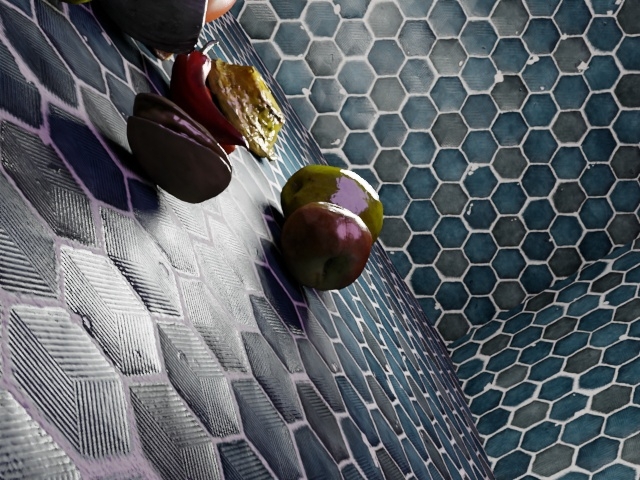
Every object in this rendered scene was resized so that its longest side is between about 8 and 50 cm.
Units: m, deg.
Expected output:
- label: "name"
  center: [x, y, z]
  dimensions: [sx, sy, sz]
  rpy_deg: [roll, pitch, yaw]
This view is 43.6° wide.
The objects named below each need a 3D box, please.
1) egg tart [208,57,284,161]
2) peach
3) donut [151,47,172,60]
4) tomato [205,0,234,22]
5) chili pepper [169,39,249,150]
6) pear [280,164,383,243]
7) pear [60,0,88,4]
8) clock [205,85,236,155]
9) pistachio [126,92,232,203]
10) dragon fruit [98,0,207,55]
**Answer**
- label: "egg tart"
  center: [-0.200, -0.391, 2.292]
  dimensions: [0.341, 0.129, 0.341]
  rpy_deg: [57, 7, -12]
- label: "peach"
  center: [0.000, 0.000, 1.869]
  dimensions: [0.214, 0.214, 0.235]
  rpy_deg: [52, 5, -37]
- label: "donut"
  center: [-0.385, -0.509, 1.848]
  dimensions: [0.184, 0.073, 0.166]
  rpy_deg: [60, 6, 1]
- label: "tomato"
  center: [-0.360, -0.703, 2.008]
  dimensions: [0.341, 0.273, 0.341]
  rpy_deg: [29, 7, -4]
- label: "chili pepper"
  center: [-0.258, -0.317, 1.741]
  dimensions: [0.092, 0.137, 0.368]
  rpy_deg: [113, -32, -47]
- label: "pear"
  center: [0.030, -0.069, 2.120]
  dimensions: [0.321, 0.269, 0.269]
  rpy_deg: [32, 25, -42]
- label: "pear"
  center: [-0.426, -0.448, 1.321]
  dimensions: [0.141, 0.104, 0.141]
  rpy_deg: [32, -20, 13]
- label: "clock"
  center: [-0.251, -0.281, 1.859]
  dimensions: [0.155, 0.061, 0.113]
  rpy_deg: [54, 9, -39]
- label: "pistachio"
  center: [-0.231, -0.148, 1.300]
  dimensions: [0.226, 0.136, 0.136]
  rpy_deg: [49, 13, -45]
- label: "dragon fruit"
  center: [-0.352, -0.505, 1.633]
  dimensions: [0.283, 0.221, 0.204]
  rpy_deg: [180, -82, -67]
